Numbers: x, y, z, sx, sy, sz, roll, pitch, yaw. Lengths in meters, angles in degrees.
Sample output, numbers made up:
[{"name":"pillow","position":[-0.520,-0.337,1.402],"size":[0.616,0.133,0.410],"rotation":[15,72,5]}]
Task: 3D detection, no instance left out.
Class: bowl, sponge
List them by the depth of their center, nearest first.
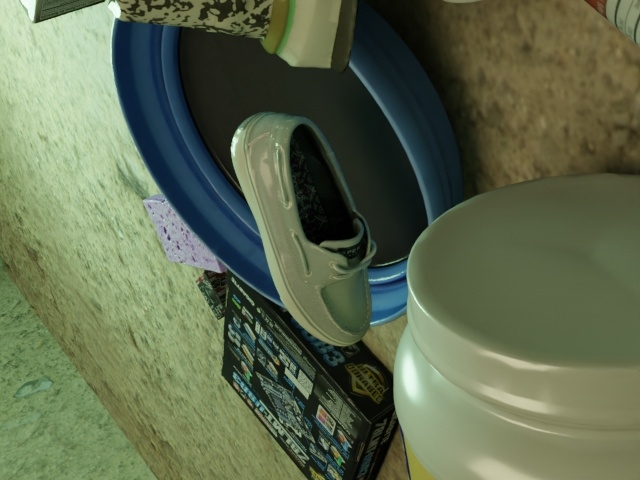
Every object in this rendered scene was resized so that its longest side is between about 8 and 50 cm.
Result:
[{"name":"bowl","position":[-0.039,-0.088,0.736],"size":[0.391,0.077,0.391],"rotation":[29,143,25]},{"name":"sponge","position":[-0.212,-0.015,1.212],"size":[0.210,0.031,0.117],"rotation":[7,121,57]}]

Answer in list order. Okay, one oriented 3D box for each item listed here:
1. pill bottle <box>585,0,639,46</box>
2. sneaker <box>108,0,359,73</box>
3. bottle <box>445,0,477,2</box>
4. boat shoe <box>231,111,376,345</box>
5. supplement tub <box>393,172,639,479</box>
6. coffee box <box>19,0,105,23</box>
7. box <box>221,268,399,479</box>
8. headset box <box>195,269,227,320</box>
[{"name":"pill bottle","position":[0.194,-0.134,0.347],"size":[0.216,0.121,0.121],"rotation":[50,150,20]},{"name":"sneaker","position":[-0.091,-0.291,0.522],"size":[0.158,0.182,0.410],"rotation":[110,150,-54]},{"name":"bottle","position":[0.059,-0.266,0.391],"size":[0.092,0.118,0.283],"rotation":[10,139,34]},{"name":"boat shoe","position":[0.001,-0.001,0.640],"size":[0.081,0.079,0.227],"rotation":[7,128,51]},{"name":"supplement tub","position":[0.177,0.148,0.500],"size":[0.241,0.241,0.331],"rotation":[25,135,48]},{"name":"coffee box","position":[-0.337,-0.430,0.956],"size":[0.168,0.119,0.297],"rotation":[60,152,1]},{"name":"box","position":[-0.026,0.197,1.054],"size":[0.295,0.073,0.293],"rotation":[45,148,27]},{"name":"headset box","position":[-0.165,0.080,1.219],"size":[0.083,0.032,0.062],"rotation":[60,151,5]}]
